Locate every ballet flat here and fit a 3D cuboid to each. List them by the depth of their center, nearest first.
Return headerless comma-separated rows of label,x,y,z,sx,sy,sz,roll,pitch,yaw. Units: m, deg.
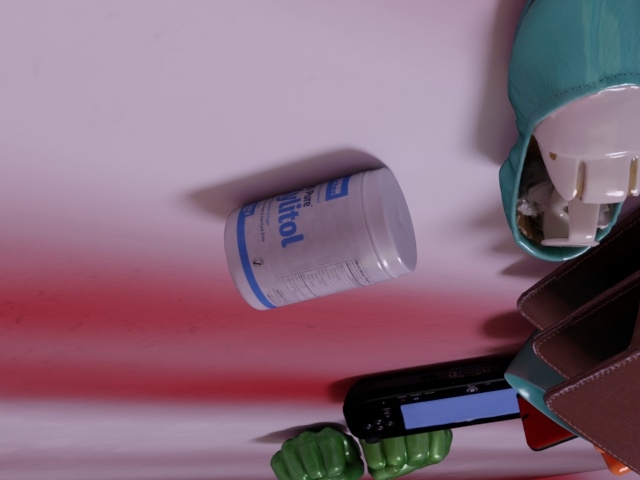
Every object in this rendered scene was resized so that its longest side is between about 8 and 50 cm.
ballet flat,0.141,-0.048,0.511,0.083,0.087,0.247,-9,159,4

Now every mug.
mug,0.281,0.145,1.001,0.158,0.097,0.129,38,171,-5

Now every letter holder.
letter holder,0.309,0.136,0.757,0.302,0.152,0.214,32,142,-9

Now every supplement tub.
supplement tub,0.000,0.000,0.612,0.107,0.071,0.071,-16,158,18

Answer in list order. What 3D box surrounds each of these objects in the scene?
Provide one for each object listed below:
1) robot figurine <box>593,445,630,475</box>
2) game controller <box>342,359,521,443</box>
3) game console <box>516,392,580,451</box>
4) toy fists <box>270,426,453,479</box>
robot figurine,0.443,0.207,1.214,0.219,0.158,0.128,-33,162,11
game controller,0.188,0.197,1.220,0.319,0.067,0.166,-10,160,4
game console,0.307,0.189,1.106,0.144,0.124,0.085,-26,124,19
toy fists,0.062,0.320,1.463,0.279,0.096,0.142,-13,158,16
